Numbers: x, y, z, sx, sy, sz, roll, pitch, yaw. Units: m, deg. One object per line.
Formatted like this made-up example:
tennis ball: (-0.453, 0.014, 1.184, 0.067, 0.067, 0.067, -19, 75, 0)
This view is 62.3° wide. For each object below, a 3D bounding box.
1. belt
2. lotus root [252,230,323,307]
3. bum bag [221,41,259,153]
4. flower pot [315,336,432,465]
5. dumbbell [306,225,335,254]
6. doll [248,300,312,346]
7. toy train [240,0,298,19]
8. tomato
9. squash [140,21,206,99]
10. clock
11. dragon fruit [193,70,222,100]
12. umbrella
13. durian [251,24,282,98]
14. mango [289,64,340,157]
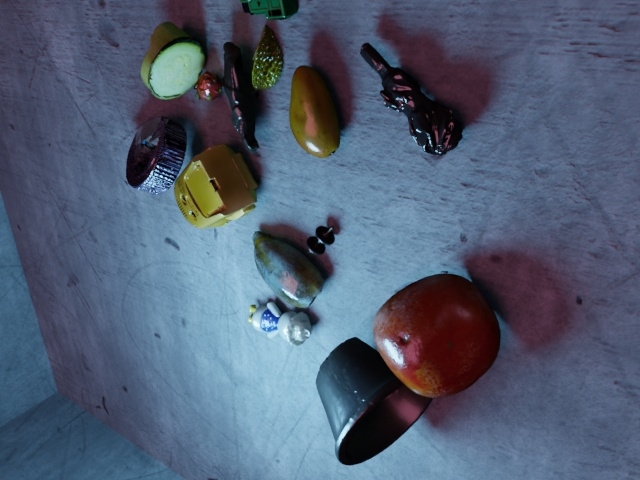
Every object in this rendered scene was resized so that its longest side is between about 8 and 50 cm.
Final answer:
belt: (-0.570, -0.293, 1.828, 0.324, 0.122, 0.261, 13, 87, 53)
lotus root: (-0.129, 0.086, 1.727, 0.322, 0.140, 0.158, 41, 131, 18)
bum bag: (-0.245, -0.420, 1.579, 0.142, 0.079, 0.327, -124, 24, -73)
flower pot: (0.130, 0.462, 1.600, 0.251, 0.379, 0.380, 44, 133, 35)
dumbbell: (0.000, 0.000, 1.630, 0.069, 0.069, 0.147, 49, 132, 8)
doll: (-0.143, 0.289, 1.861, 0.293, 0.119, 0.139, 9, 101, 40)
toy train: (-0.145, -0.656, 1.408, 0.227, 0.091, 0.136, 8, 126, 35)
tomato: (0.312, 0.249, 1.351, 0.337, 0.144, 0.339, 0, 88, 3)
squash: (-0.471, -0.550, 1.623, 0.133, 0.220, 0.220, 38, 130, 12)
clock: (-0.365, -0.163, 1.765, 0.317, 0.200, 0.244, -21, 95, 50)
dragon fruit: (-0.357, -0.478, 1.665, 0.081, 0.086, 0.116, 25, 146, -22)
umbrella: (0.211, -0.348, 1.279, 0.340, 0.118, 0.118, 53, 132, 9)
durian: (-0.162, -0.500, 1.523, 0.100, 0.086, 0.216, -123, 40, -48)
mango: (-0.025, -0.349, 1.448, 0.138, 0.113, 0.254, -6, 106, 39)
